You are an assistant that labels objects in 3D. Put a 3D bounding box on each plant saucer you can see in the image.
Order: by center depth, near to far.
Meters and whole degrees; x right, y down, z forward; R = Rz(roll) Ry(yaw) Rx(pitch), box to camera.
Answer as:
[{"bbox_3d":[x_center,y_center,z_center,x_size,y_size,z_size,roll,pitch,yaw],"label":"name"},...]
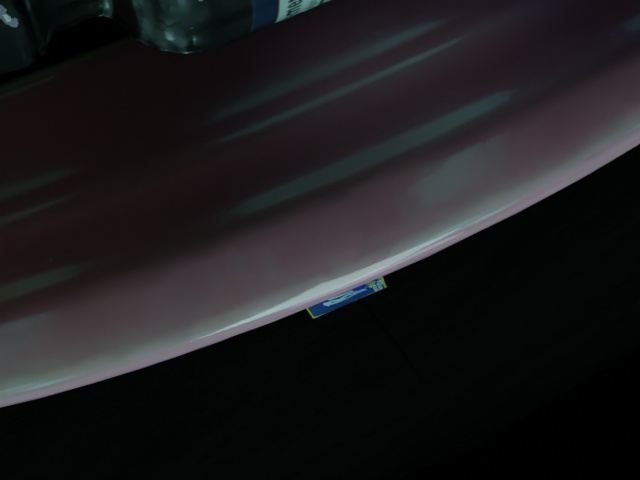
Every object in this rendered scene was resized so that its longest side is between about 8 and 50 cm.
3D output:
[{"bbox_3d":[-0.024,-0.048,0.642,0.332,0.084,0.332,-22,-170,4],"label":"plant saucer"}]

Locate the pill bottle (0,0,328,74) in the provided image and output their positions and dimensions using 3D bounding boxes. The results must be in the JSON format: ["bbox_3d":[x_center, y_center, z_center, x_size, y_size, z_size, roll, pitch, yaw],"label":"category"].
[{"bbox_3d":[-0.009,-0.121,0.476,0.219,0.123,0.123,-23,168,-8],"label":"pill bottle"}]

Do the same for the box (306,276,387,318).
[{"bbox_3d":[0.000,0.000,1.145,0.054,0.059,0.169,-23,168,2],"label":"box"}]
